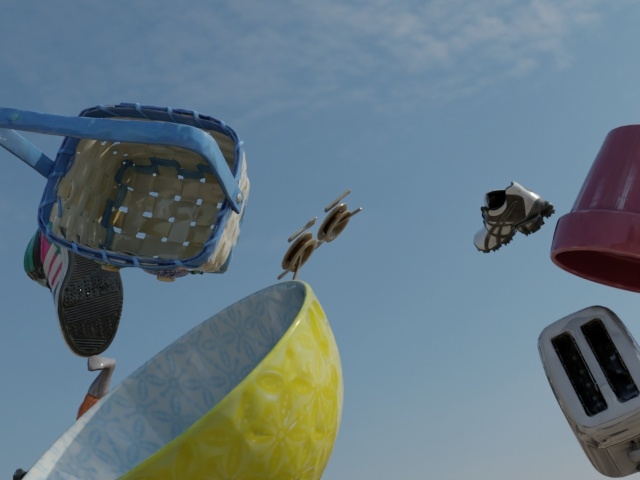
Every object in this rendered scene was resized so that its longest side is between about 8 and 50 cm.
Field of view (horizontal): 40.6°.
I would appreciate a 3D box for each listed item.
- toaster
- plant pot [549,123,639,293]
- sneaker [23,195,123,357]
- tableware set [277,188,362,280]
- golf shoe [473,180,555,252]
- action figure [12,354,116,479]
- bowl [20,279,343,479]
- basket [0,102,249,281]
[{"bbox_3d":[0.359,0.180,1.096,0.129,0.227,0.146,-26,-34,13],"label":"toaster"},{"bbox_3d":[0.408,-0.040,1.098,0.201,0.180,0.201,15,-10,3],"label":"plant pot"},{"bbox_3d":[-0.418,0.068,1.438,0.124,0.295,0.178,2,-23,-30],"label":"sneaker"},{"bbox_3d":[0.000,0.000,1.630,0.194,0.039,0.128,-40,-20,-37],"label":"tableware set"},{"bbox_3d":[0.297,-0.044,1.420,0.094,0.077,0.198,43,-28,-4],"label":"golf shoe"},{"bbox_3d":[-0.289,0.375,1.375,0.341,0.178,0.330,31,-58,2],"label":"action figure"},{"bbox_3d":[-0.083,0.178,0.687,0.289,0.156,0.289,-34,10,7],"label":"bowl"},{"bbox_3d":[-0.205,-0.067,0.997,0.255,0.201,0.289,9,-21,16],"label":"basket"}]
